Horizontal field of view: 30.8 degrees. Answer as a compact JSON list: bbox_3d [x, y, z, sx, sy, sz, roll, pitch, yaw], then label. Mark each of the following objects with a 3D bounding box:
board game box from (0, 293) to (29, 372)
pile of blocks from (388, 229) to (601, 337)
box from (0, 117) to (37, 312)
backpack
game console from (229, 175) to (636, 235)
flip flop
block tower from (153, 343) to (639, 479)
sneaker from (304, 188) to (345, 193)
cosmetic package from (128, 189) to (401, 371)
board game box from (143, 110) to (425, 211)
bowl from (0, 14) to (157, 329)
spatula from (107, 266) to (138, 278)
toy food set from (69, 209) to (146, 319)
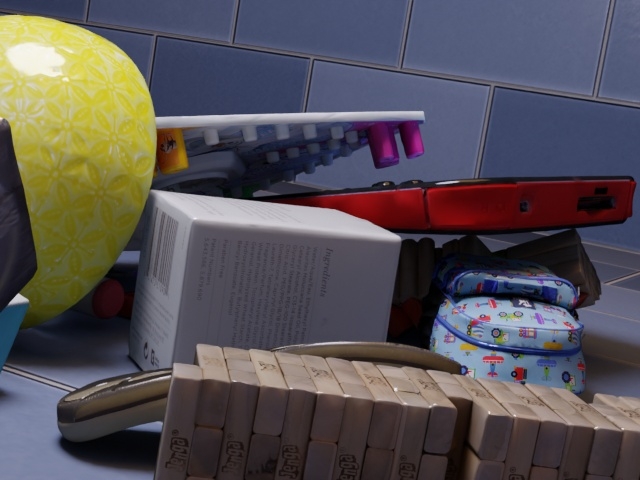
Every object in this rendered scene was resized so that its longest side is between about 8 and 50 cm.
[{"bbox_3d":[-0.396,0.024,0.755,0.253,0.079,0.336,31,14,19],"label":"board game box"},{"bbox_3d":[0.143,0.074,1.322,0.362,0.149,0.113,1,50,4],"label":"pile of blocks"},{"bbox_3d":[-0.363,0.033,0.449,0.394,0.097,0.318,12,36,18],"label":"box"},{"bbox_3d":[0.181,0.088,1.123,0.158,0.117,0.173,8,10,-4],"label":"backpack"},{"bbox_3d":[0.135,-0.044,1.306,0.342,0.060,0.386,3,4,39],"label":"game console"},{"bbox_3d":[-0.039,0.116,0.799,0.277,0.080,0.112,-9,-4,-13],"label":"flip flop"},{"bbox_3d":[0.067,0.134,0.723,0.335,0.091,0.097,8,7,-10],"label":"block tower"},{"bbox_3d":[0.000,0.000,1.518,0.087,0.130,0.227,7,9,1],"label":"sneaker"},{"bbox_3d":[-0.051,0.048,0.985,0.183,0.152,0.151,6,9,-22],"label":"cosmetic package"},{"bbox_3d":[-0.142,-0.061,1.279,0.390,0.050,0.390,-6,-8,-40],"label":"board game box"},{"bbox_3d":[-0.300,-0.078,0.985,0.289,0.290,0.156,14,-9,32],"label":"bowl"},{"bbox_3d":[-0.234,0.032,1.352,0.296,0.030,0.084,15,12,37],"label":"spatula"},{"bbox_3d":[-0.159,0.030,1.146,0.104,0.111,0.232,14,7,32],"label":"toy food set"}]
